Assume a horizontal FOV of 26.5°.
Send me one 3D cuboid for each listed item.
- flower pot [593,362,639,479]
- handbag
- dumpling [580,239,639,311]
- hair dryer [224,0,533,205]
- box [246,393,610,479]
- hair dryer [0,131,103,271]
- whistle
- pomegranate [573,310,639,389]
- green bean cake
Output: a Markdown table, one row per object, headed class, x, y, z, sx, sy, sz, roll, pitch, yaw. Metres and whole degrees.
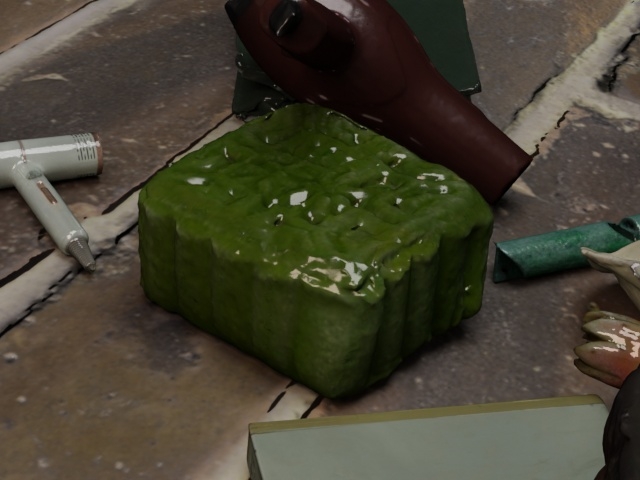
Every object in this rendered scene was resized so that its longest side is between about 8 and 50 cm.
| class | x | y | z | sx | sy | sz | roll | pitch | yaw |
| --- | --- | --- | --- | --- | --- | --- | --- | --- | --- |
| flower pot | 0.255 | 0.215 | 0.715 | 0.266 | 0.267 | 0.267 | 4 | 37 | -3 |
| handbag | 0.036 | -0.203 | 1.422 | 0.247 | 0.079 | 0.260 | 4 | 36 | -3 |
| dumpling | 0.325 | 0.034 | 1.122 | 0.215 | 0.126 | 0.166 | -17 | 13 | -10 |
| hair dryer | 0.036 | -0.139 | 1.135 | 0.312 | 0.123 | 0.340 | 38 | 9 | 5 |
| box | 0.097 | 0.190 | 0.912 | 0.270 | 0.045 | 0.211 | -4 | 37 | -15 |
| hair dryer | -0.248 | -0.025 | 1.160 | 0.154 | 0.044 | 0.183 | -10 | 42 | -18 |
| whistle | 0.234 | 0.003 | 1.201 | 0.186 | 0.039 | 0.039 | -11 | 39 | -22 |
| pomegranate | 0.284 | 0.095 | 0.969 | 0.209 | 0.180 | 0.180 | 17 | 37 | 18 |
| green bean cake | 0.000 | 0.000 | 1.091 | 0.248 | 0.125 | 0.222 | 30 | 41 | 29 |
